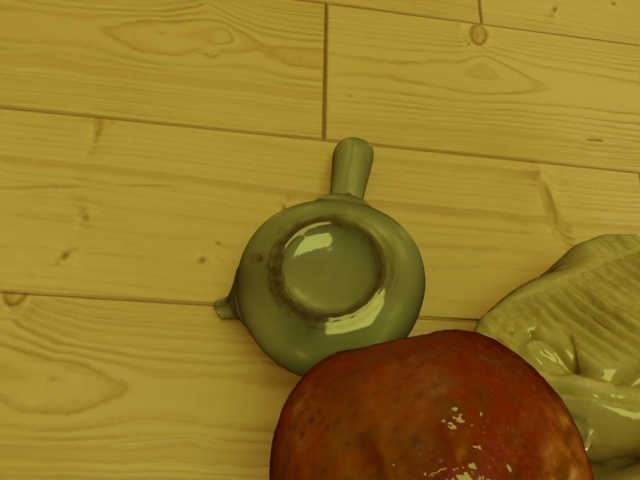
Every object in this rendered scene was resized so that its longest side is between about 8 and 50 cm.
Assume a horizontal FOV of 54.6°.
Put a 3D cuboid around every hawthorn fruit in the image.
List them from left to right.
[{"bbox_3d":[0.082,0.231,0.512,0.277,0.277,0.298,31,31,4],"label":"hawthorn fruit"}]

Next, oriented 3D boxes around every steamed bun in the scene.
[{"bbox_3d":[0.373,0.169,0.673,0.394,0.237,0.346,-5,36,14],"label":"steamed bun"}]

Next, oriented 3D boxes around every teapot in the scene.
[{"bbox_3d":[0.035,0.013,0.726,0.220,0.149,0.318,31,68,16],"label":"teapot"}]
